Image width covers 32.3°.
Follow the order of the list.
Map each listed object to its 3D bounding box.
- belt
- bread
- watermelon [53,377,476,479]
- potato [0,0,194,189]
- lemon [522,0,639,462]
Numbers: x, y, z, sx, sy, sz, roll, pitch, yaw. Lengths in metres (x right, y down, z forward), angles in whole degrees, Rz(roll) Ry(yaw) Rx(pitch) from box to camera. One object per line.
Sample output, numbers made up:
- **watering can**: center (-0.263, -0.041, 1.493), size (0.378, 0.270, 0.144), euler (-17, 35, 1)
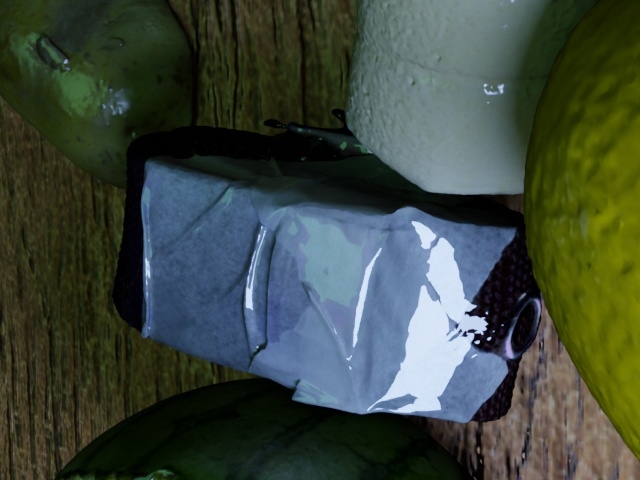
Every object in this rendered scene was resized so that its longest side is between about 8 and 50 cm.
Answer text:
- **belt**: center (0.000, 0.000, 0.687), size (0.289, 0.184, 0.164), euler (18, 105, 34)
- **bread**: center (0.093, -0.112, 0.575), size (0.134, 0.148, 0.141), euler (43, 146, 31)
- **watermelon**: center (0.002, 0.191, 0.693), size (0.331, 0.189, 0.330), euler (18, 141, 15)
- **potato**: center (-0.219, -0.159, 0.908), size (0.271, 0.111, 0.160), euler (50, 129, 25)
- **lemon**: center (0.217, 0.005, 0.442), size (0.245, 0.245, 0.320), euler (-41, 64, 39)
